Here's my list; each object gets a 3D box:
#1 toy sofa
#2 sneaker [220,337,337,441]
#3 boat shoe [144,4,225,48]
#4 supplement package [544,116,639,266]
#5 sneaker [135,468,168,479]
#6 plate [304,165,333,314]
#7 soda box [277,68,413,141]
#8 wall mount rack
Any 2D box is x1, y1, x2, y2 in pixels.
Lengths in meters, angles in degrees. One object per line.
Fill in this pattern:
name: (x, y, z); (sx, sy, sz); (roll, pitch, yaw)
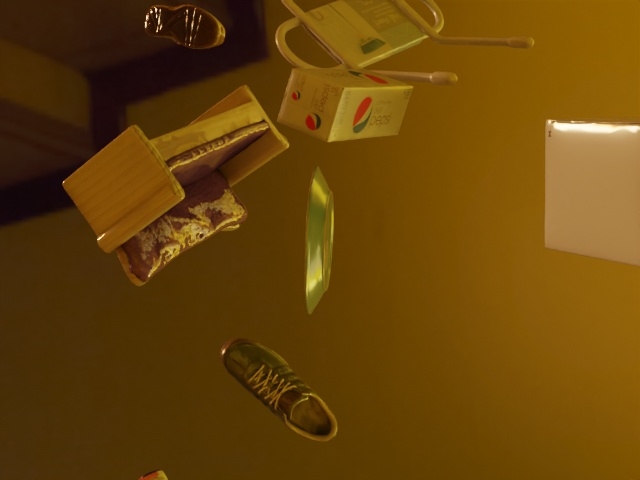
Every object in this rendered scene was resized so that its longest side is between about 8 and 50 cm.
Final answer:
toy sofa: (-0.180, -0.086, 1.840); (0.150, 0.177, 0.362); (-34, 180, 27)
sneaker: (-0.048, 0.201, 1.729); (0.192, 0.064, 0.086); (42, 175, -13)
boat shoe: (-0.151, -0.251, 1.523); (0.045, 0.050, 0.135); (3, -166, -44)
supplement package: (0.460, -0.077, 1.914); (0.145, 0.204, 0.262); (-3, -173, -22)
sneaker: (-0.217, 0.391, 1.679); (0.072, 0.178, 0.077); (-12, -148, -34)
plate: (0.000, 0.000, 1.639); (0.024, 0.188, 0.188); (2, 167, 5)
soda box: (0.034, -0.168, 1.588); (0.074, 0.069, 0.216); (23, -164, 22)
wall mount rack: (0.117, -0.312, 1.870); (0.350, 0.304, 0.130); (-30, 159, -44)
